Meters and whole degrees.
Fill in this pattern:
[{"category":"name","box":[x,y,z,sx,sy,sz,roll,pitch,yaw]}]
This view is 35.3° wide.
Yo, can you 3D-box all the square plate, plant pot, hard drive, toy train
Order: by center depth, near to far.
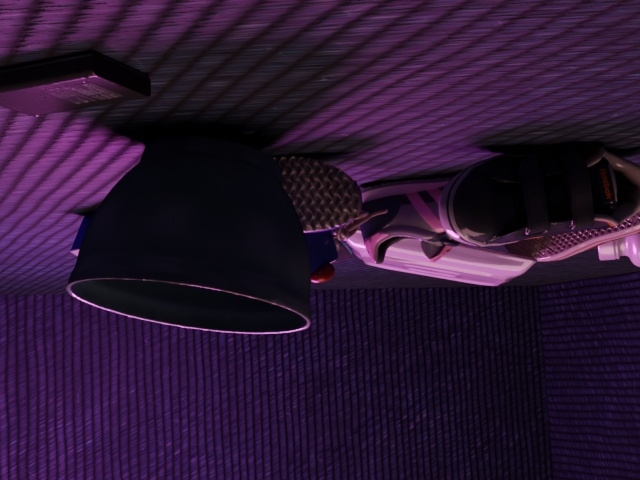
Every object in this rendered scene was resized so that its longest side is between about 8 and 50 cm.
[{"category":"hard drive","box":[-0.239,-0.141,0.927,0.135,0.022,0.094,-6,173,22]},{"category":"plant pot","box":[-0.144,-0.010,1.232,0.293,0.196,0.293,7,165,2]},{"category":"toy train","box":[-0.034,-0.001,1.517,0.248,0.105,0.143,-27,-156,-25]},{"category":"square plate","box":[0.212,0.037,1.888,0.344,0.049,0.347,9,175,6]}]

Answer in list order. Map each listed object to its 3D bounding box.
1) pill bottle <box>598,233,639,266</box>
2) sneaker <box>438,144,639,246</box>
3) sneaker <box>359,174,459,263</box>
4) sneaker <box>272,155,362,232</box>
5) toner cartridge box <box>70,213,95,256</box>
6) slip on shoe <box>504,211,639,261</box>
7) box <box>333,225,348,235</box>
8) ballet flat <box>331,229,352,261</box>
[{"category":"pill bottle","box":[0.623,-0.023,1.809,0.246,0.136,0.136,-5,173,17]},{"category":"sneaker","box":[0.319,-0.067,1.381,0.321,0.126,0.127,-11,-178,-29]},{"category":"sneaker","box":[0.213,-0.034,1.567,0.319,0.131,0.112,-6,172,26]},{"category":"sneaker","box":[-0.081,-0.061,1.416,0.293,0.102,0.146,-1,-179,11]},{"category":"toner cartridge box","box":[-0.253,0.004,1.683,0.348,0.075,0.165,-10,145,46]},{"category":"slip on shoe","box":[0.457,-0.035,1.765,0.101,0.123,0.331,-2,170,-43]},{"category":"box","box":[-0.051,-0.024,1.931,0.186,0.038,0.145,2,171,-44]},{"category":"ballet flat","box":[0.000,0.000,1.824,0.074,0.074,0.203,-5,155,14]}]
